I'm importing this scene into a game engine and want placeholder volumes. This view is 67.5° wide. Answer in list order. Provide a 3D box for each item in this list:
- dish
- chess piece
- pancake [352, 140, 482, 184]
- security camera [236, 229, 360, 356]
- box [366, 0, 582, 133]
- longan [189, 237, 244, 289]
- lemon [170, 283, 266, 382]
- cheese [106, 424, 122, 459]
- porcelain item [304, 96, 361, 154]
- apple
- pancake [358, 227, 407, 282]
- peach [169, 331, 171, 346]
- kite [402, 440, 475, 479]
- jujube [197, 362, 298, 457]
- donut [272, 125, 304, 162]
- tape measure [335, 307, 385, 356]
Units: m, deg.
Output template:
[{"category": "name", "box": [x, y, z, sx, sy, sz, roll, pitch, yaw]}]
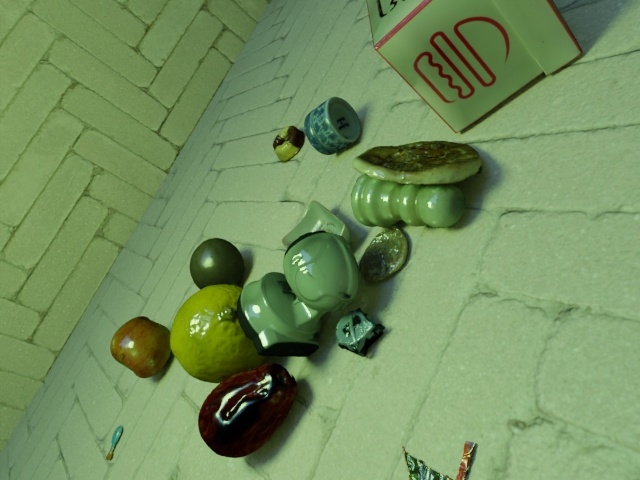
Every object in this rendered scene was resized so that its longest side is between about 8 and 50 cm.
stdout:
[{"category": "dish", "box": [0.000, 0.000, 1.231, 0.151, 0.077, 0.212, -52, 32, 3]}, {"category": "chess piece", "box": [0.192, -0.084, 1.019, 0.243, 0.133, 0.133, 10, 69, 50]}, {"category": "pancake", "box": [0.201, -0.169, 1.024, 0.283, 0.048, 0.282, -5, 24, 2]}, {"category": "security camera", "box": [-0.034, 0.105, 1.040, 0.277, 0.197, 0.191, -45, 52, 24]}, {"category": "box", "box": [0.310, -0.484, 1.042, 0.300, 0.312, 0.314, -35, 37, 32]}, {"category": "longan", "box": [-0.319, 0.093, 1.504, 0.204, 0.159, 0.184, 49, 126, 19]}, {"category": "lemon", "box": [-0.241, 0.230, 1.178, 0.267, 0.267, 0.267, -33, 39, 31]}, {"category": "cheese", "box": [-0.681, 0.666, 1.582, 0.047, 0.017, 0.111, -23, 44, 45]}, {"category": "porcelain item", "box": [0.033, -0.337, 1.426, 0.114, 0.147, 0.147, -25, 44, 43]}, {"category": "apple", "box": [-0.587, 0.348, 1.588, 0.196, 0.196, 0.195, -33, 39, 31]}, {"category": "pancake", "box": [0.139, 0.034, 1.068, 0.140, 0.022, 0.139, -33, 38, 30]}, {"category": "peach", "box": [-0.363, 0.286, 1.388, 0.152, 0.152, 0.152, -33, 39, 31]}, {"category": "kite", "box": [0.186, 0.385, 0.703, 0.232, 0.009, 0.189, 5, 66, 54]}, {"category": "jujube", "box": [-0.155, 0.360, 1.040, 0.236, 0.168, 0.168, -44, 34, 15]}, {"category": "donut", "box": [-0.118, -0.351, 1.722, 0.141, 0.059, 0.140, -30, 41, 30]}, {"category": "tape measure", "box": [0.076, 0.189, 0.983, 0.091, 0.054, 0.094, -52, 34, -6]}]
